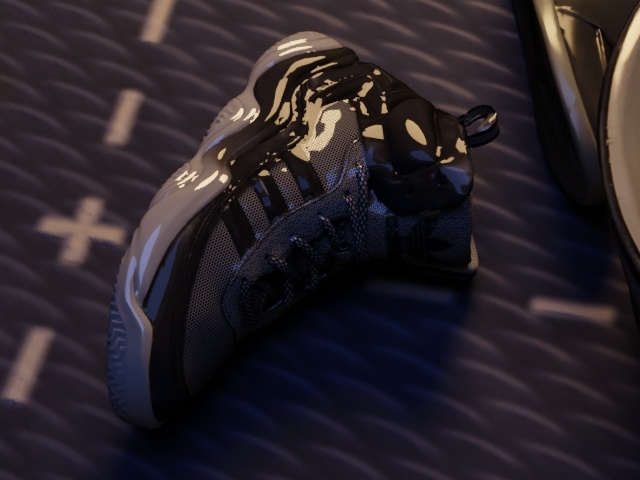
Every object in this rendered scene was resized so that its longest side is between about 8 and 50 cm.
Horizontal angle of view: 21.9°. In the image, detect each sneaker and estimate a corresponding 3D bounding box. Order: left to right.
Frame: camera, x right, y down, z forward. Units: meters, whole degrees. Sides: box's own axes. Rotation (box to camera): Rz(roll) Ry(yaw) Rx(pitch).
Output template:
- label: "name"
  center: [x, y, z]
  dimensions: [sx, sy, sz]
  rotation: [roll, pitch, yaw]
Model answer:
- label: "sneaker"
  center: [0.000, 0.000, 0.887]
  dimensions: [0.153, 0.101, 0.268]
  rotation: [17, 55, 19]
- label: "sneaker"
  center: [0.182, -0.119, 0.971]
  dimensions: [0.118, 0.083, 0.222]
  rotation: [-5, 53, 1]

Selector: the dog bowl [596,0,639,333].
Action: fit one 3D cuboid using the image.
- label: "dog bowl"
  center: [0.340, -0.003, 0.832]
  dimensions: [0.408, 0.150, 0.408]
  rotation: [-2, 53, 3]
